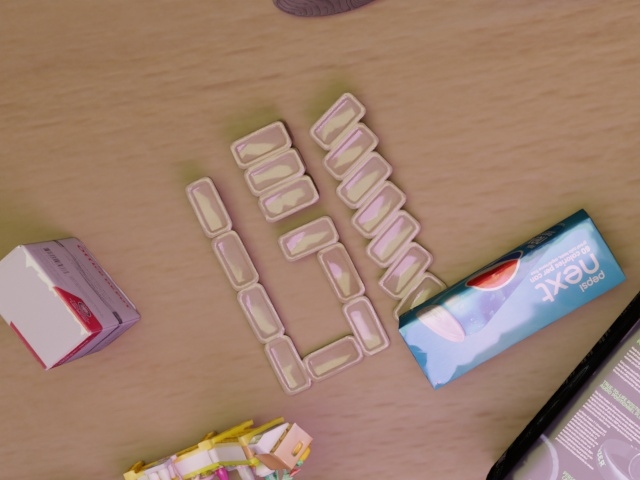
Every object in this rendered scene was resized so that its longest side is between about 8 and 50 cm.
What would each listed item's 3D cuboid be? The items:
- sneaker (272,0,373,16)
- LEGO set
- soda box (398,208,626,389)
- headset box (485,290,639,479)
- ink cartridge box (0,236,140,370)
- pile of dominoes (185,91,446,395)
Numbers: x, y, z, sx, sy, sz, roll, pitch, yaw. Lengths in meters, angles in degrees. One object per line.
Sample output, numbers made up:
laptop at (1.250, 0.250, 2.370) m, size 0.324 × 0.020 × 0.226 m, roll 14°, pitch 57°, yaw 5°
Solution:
sneaker at (0.044, -0.308, 1.664) m, size 0.222 × 0.083 × 0.118 m, roll -26°, pitch 60°, yaw 20°
LEGO set at (-0.096, 0.246, 1.649) m, size 0.287 × 0.132 × 0.107 m, roll -22°, pitch 93°, yaw 30°
soda box at (0.179, 0.055, 1.633) m, size 0.210 × 0.067 × 0.071 m, roll -31°, pitch 96°, yaw 6°
headset box at (0.286, 0.152, 1.531) m, size 0.131 × 0.246 × 0.283 m, roll 40°, pitch 96°, yaw 6°
ink cartridge box at (-0.251, 0.059, 1.663) m, size 0.063 × 0.150 × 0.109 m, roll -41°, pitch 84°, yaw 11°
pile of dominoes at (0.000, 0.000, 1.693) m, size 0.196 × 0.040 × 0.251 m, roll -25°, pitch 95°, yaw 7°
